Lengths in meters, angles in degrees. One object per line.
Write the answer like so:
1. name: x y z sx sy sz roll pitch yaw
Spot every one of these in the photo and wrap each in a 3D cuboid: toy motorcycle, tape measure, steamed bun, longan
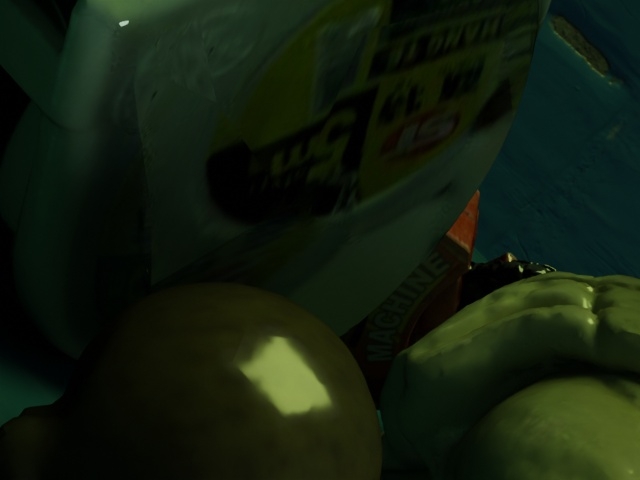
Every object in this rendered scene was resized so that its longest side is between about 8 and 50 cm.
1. toy motorcycle: 0.002 -0.002 0.948 0.298 0.171 0.089 37 51 -26
2. tape measure: -0.033 -0.072 0.703 0.259 0.262 0.138 -24 54 -34
3. steamed bun: 0.165 0.131 0.848 0.275 0.206 0.320 42 11 -30
4. longan: -0.041 0.062 0.566 0.119 0.106 0.106 -2 22 -13
